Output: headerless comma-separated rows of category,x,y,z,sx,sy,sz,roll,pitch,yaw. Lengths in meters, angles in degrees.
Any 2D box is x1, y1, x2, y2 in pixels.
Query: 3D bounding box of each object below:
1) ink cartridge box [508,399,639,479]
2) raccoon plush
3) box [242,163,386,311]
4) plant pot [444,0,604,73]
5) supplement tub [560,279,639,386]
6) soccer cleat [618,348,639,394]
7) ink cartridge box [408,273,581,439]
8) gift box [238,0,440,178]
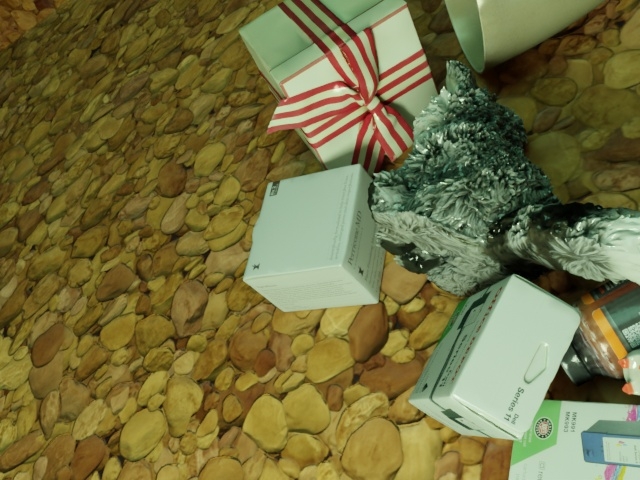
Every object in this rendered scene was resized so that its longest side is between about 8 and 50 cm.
ink cartridge box,0.306,0.250,0.750,0.212,0.093,0.154,-2,58,33
raccoon plush,0.272,-0.083,0.940,0.446,0.216,0.299,12,63,42
box,0.000,0.000,1.143,0.181,0.119,0.181,-9,55,33
plant pot,0.337,-0.423,1.133,0.273,0.256,0.257,-18,48,4
supplement tub,0.354,0.086,0.822,0.197,0.106,0.106,-31,46,15
soccer cleat,0.366,0.132,0.689,0.076,0.068,0.196,-10,7,-19
ink cartridge box,0.188,0.136,0.838,0.086,0.208,0.153,30,75,2
gift box,0.028,-0.249,1.214,0.276,0.255,0.258,-37,42,1
